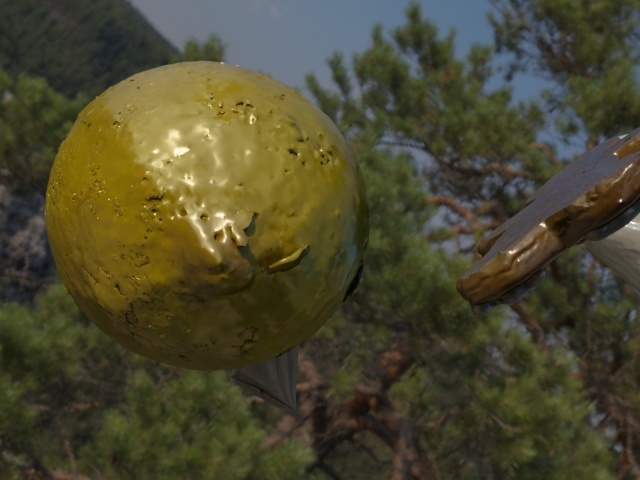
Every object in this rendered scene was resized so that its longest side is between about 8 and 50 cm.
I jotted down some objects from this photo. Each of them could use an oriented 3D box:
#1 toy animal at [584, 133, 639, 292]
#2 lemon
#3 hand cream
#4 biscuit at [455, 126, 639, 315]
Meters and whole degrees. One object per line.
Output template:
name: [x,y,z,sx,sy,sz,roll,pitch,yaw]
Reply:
toy animal: [0.439,-0.009,1.037,0.289,0.249,0.174,-1,-24,13]
lemon: [-0.061,-0.013,0.487,0.173,0.173,0.206,44,-2,-23]
hand cream: [-0.053,0.106,0.931,0.087,0.054,0.186,25,-48,17]
biscuit: [0.220,-0.030,0.763,0.049,0.197,0.301,54,23,0]
